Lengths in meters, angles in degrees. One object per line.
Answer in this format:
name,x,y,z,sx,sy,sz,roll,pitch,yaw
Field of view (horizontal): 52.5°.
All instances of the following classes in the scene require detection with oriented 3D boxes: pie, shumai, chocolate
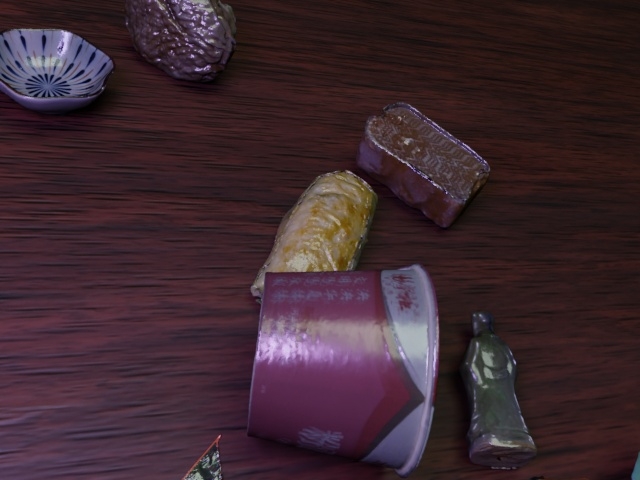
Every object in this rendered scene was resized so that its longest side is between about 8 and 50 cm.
pie,0.000,0.000,0.927,0.128,0.068,0.282,25,49,1
shumai,-0.221,-0.382,1.122,0.206,0.166,0.175,48,36,-11
chocolate,0.164,-0.126,1.086,0.214,0.093,0.148,37,45,11

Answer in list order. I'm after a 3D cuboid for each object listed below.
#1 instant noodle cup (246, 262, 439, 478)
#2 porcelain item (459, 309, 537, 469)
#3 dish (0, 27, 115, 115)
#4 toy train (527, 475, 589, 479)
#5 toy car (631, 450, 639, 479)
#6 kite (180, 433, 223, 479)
instant noodle cup,0.016,0.133,0.719,0.178,0.235,0.235,6,48,-4
porcelain item,0.219,0.182,0.849,0.081,0.069,0.216,3,49,-3
dish,-0.407,-0.243,0.977,0.190,0.066,0.191,12,44,-12
toy train,0.268,0.344,0.703,0.072,0.099,0.188,6,49,-17
toy car,0.516,0.328,0.768,0.358,0.176,0.213,5,18,-31
kite,-0.119,0.303,0.643,0.189,0.009,0.232,0,50,-22
